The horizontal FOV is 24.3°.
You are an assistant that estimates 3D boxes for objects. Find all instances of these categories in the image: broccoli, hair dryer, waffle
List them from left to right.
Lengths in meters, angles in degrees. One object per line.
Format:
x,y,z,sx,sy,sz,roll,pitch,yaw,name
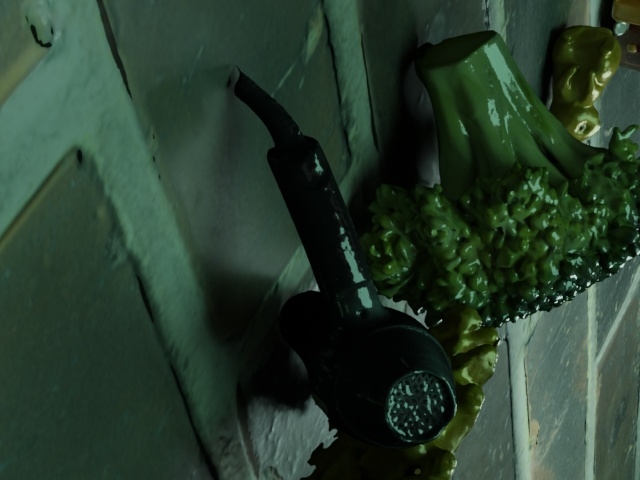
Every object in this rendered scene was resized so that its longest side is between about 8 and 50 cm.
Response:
0.000,0.000,1.012,0.091,0.235,0.272,-22,109,-14,hair dryer
0.026,0.172,1.121,0.259,0.069,0.293,-35,-158,55,waffle
0.139,-0.054,1.249,0.247,0.262,0.243,-111,180,-70,broccoli

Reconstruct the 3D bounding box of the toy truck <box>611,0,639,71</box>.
0.400,-0.325,1.680,0.135,0.114,0.271,-44,144,-54,toy truck

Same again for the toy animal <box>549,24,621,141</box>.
0.271,-0.148,1.586,0.083,0.070,0.159,-31,139,-60,toy animal
